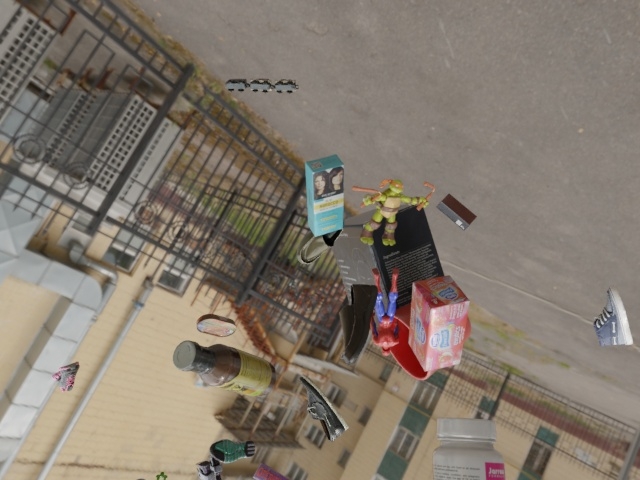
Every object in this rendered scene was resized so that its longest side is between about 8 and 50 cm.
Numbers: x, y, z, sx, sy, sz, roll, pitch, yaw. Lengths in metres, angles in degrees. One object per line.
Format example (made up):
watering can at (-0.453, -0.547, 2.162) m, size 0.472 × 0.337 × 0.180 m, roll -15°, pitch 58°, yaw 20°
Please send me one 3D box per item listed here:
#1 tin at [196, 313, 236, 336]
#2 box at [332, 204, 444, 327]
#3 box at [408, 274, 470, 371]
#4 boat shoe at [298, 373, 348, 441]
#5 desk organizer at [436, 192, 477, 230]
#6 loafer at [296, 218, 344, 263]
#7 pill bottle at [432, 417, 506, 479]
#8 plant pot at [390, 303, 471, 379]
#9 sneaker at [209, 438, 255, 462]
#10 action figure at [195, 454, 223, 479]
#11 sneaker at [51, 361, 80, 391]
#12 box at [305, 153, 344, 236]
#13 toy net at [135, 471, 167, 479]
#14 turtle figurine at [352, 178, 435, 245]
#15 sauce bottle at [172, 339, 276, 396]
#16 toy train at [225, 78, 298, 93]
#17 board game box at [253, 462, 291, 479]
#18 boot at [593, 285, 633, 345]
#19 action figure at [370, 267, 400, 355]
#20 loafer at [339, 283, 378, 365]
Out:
tin at (-0.465, 0.380, 2.100) m, size 0.189 × 0.106 × 0.040 m, roll 27°, pitch -146°, yaw -39°
box at (0.286, 0.109, 2.084) m, size 0.472 × 0.297 × 0.480 m, roll 70°, pitch 163°, yaw -7°
box at (0.345, 0.246, 1.394) m, size 0.128 × 0.122 × 0.257 m, roll -115°, pitch 19°, yaw -55°
boat shoe at (-0.003, 0.524, 1.473) m, size 0.233 × 0.079 × 0.084 m, roll 57°, pitch 165°, yaw -9°
desk organizer at (0.476, -0.100, 1.643) m, size 0.130 × 0.050 × 0.047 m, roll 43°, pitch 156°, yaw 11°
loafer at (0.000, 0.000, 1.836) m, size 0.094 × 0.251 × 0.087 m, roll 33°, pitch -164°, yaw -25°
pill bottle at (0.336, 0.555, 1.060) m, size 0.160 × 0.283 × 0.160 m, roll 3°, pitch 157°, yaw 1°
plant pot at (0.397, 0.333, 1.721) m, size 0.275 × 0.243 × 0.275 m, roll 50°, pitch 155°, yaw 33°
sneaker at (-0.360, 0.820, 1.823) m, size 0.098 × 0.083 × 0.223 m, roll -20°, pitch 149°, yaw 32°
action figure at (-0.395, 0.982, 1.804) m, size 0.099 × 0.285 × 0.185 m, roll -24°, pitch 168°, yaw 37°
sneaker at (-0.603, 0.330, 1.125) m, size 0.047 × 0.057 × 0.119 m, roll -12°, pitch 161°, yaw -45°
box at (0.015, -0.131, 1.407) m, size 0.244 × 0.100 × 0.060 m, roll 88°, pitch 159°, yaw -43°
toy net at (-0.526, 0.833, 1.446) m, size 0.122 × 0.045 × 0.232 m, roll 4°, pitch -150°, yaw -24°
turtle figurine at (0.179, -0.091, 1.325) m, size 0.269 × 0.217 × 0.087 m, roll -4°, pitch -140°, yaw -28°
sauce bottle at (-0.245, 0.333, 1.230) m, size 0.111 × 0.111 × 0.344 m, roll 21°, pitch 168°, yaw 36°
toy train at (-0.126, -0.337, 1.018) m, size 0.158 × 0.036 × 0.027 m, roll 2°, pitch 125°, yaw 1°
board game box at (0.002, 0.655, 1.136) m, size 0.208 × 0.056 × 0.346 m, roll 43°, pitch 152°, yaw -28°
boot at (0.816, 0.220, 1.329) m, size 0.086 × 0.069 × 0.190 m, roll -16°, pitch 106°, yaw 28°
action figure at (0.195, 0.205, 1.408) m, size 0.091 × 0.280 × 0.139 m, roll -1°, pitch -162°, yaw 5°
loafer at (0.078, 0.196, 1.126) m, size 0.078 × 0.220 × 0.080 m, roll 18°, pitch 140°, yaw 3°
